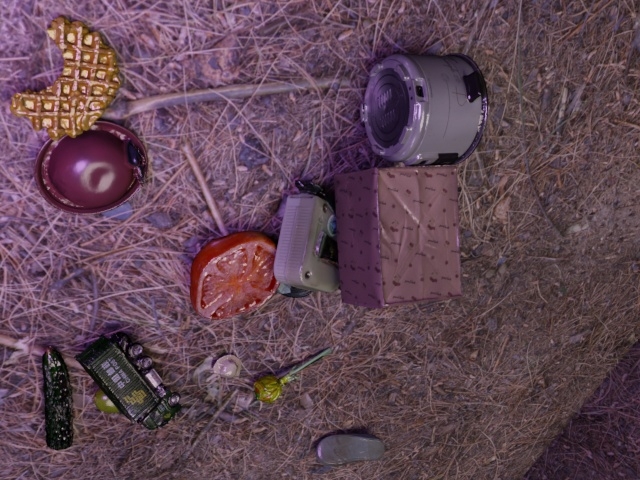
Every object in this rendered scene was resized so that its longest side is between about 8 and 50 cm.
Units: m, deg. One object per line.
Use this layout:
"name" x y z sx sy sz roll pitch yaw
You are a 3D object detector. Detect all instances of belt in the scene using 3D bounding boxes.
"belt" -0.065 0.090 1.508 0.140 0.058 0.105 10 113 -36

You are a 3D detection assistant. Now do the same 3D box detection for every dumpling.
"dumpling" -0.245 0.332 1.589 0.076 0.057 0.052 12 156 -12

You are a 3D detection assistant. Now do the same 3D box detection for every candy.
"candy" -0.075 0.379 1.719 0.262 0.077 0.073 -27 136 -24

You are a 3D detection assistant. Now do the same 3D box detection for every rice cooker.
"rice cooker" 0.231 -0.281 1.300 0.227 0.241 0.280 -6 170 -26

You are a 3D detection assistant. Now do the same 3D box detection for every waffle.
"waffle" -0.425 -0.267 1.009 0.149 0.051 0.194 40 87 -33

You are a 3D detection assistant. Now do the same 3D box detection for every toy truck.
"toy truck" -0.431 0.328 1.386 0.121 0.088 0.259 -44 123 -28

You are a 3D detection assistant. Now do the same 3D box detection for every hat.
"hat" -0.415 -0.124 1.108 0.205 0.089 0.206 -17 130 -22

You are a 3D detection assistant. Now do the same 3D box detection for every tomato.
"tomato" -0.203 0.073 1.384 0.236 0.095 0.237 -21 133 -25

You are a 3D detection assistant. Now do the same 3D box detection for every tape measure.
"tape measure" 0.000 0.000 1.400 0.207 0.115 0.235 21 76 -51

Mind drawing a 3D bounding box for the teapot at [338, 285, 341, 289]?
"teapot" 0.155 0.048 1.550 0.250 0.183 0.184 -14 129 -11

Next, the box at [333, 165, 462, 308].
"box" 0.170 -0.014 1.338 0.225 0.190 0.297 -4 91 -29

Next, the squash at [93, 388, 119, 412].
"squash" -0.459 0.387 1.477 0.201 0.066 0.066 14 114 -45

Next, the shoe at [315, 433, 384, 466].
"shoe" 0.092 0.712 2.053 0.251 0.103 0.100 4 164 -20

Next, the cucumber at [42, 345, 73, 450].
"cucumber" -0.594 0.355 1.364 0.067 0.067 0.294 -6 123 -29
